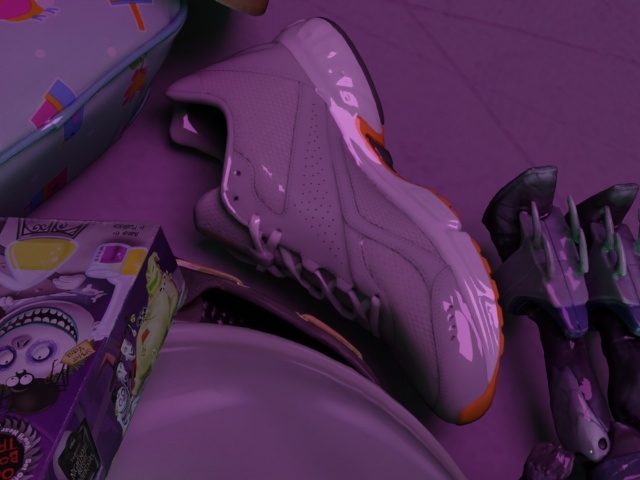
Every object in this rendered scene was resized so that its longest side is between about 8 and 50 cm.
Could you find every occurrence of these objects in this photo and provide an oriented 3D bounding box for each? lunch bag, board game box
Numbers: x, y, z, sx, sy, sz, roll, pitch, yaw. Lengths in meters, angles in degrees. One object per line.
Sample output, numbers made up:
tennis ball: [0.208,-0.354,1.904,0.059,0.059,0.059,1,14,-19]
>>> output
lunch bag: [-0.222,-0.107,0.859,0.224,0.108,0.279,41,55,6]
board game box: [-0.245,0.073,0.656,0.346,0.056,0.208,2,50,20]

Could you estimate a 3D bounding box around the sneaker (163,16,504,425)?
sneaker: [0.000,0.000,0.907,0.121,0.099,0.262,-20,60,-20]

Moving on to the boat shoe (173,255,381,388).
boat shoe: [-0.073,0.045,0.825,0.227,0.068,0.081,22,73,-27]

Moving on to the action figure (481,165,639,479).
action figure: [0.163,0.106,0.910,0.185,0.099,0.285,-1,66,-29]

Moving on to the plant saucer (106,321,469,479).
plant saucer: [-0.023,0.225,0.682,0.400,0.100,0.401,11,72,-36]

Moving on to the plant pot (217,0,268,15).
plant pot: [-0.111,-0.216,0.921,0.236,0.032,0.236,39,14,-12]
